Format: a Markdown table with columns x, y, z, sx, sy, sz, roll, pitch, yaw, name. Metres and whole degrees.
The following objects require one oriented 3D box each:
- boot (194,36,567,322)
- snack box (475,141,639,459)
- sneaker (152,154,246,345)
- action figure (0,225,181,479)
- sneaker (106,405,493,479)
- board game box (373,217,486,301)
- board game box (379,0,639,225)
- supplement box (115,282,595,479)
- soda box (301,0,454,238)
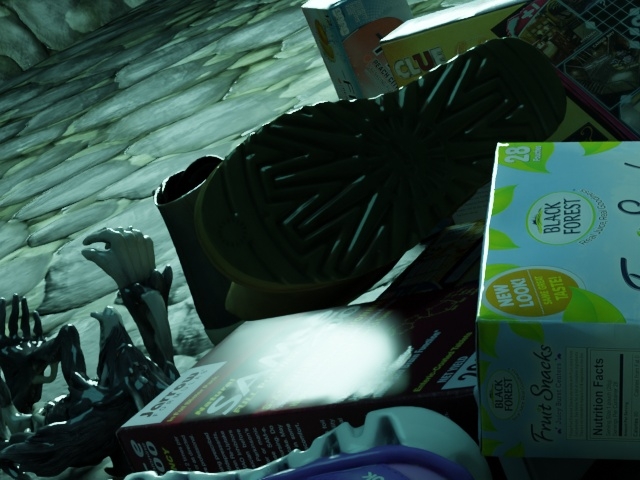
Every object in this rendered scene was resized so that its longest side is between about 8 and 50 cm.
| x | y | z | sx | sy | sz | roll | pitch | yaw | name |
| --- | --- | --- | --- | --- | --- | --- | --- | --- | --- |
| 0.000 | 0.000 | 0.962 | 0.236 | 0.089 | 0.269 | -23 | -9 | -27 | boot |
| 0.172 | 0.020 | 0.703 | 0.207 | 0.070 | 0.174 | -1 | 26 | 9 | snack box |
| -0.044 | -0.023 | 1.217 | 0.083 | 0.118 | 0.222 | -18 | 16 | 20 | sneaker |
| -0.165 | 0.075 | 1.035 | 0.164 | 0.141 | 0.276 | -20 | 9 | -35 | action figure |
| -0.039 | 0.150 | 0.700 | 0.236 | 0.095 | 0.104 | -20 | 23 | 9 | sneaker |
| 0.128 | 0.023 | 0.949 | 0.193 | 0.045 | 0.147 | -13 | 19 | 36 | board game box |
| 0.170 | -0.080 | 1.005 | 0.243 | 0.165 | 0.042 | -10 | 20 | 38 | board game box |
| 0.029 | 0.084 | 0.841 | 0.239 | 0.073 | 0.130 | -12 | 18 | 38 | supplement box |
| 0.053 | -0.096 | 1.193 | 0.058 | 0.183 | 0.063 | -28 | 17 | -13 | soda box |
